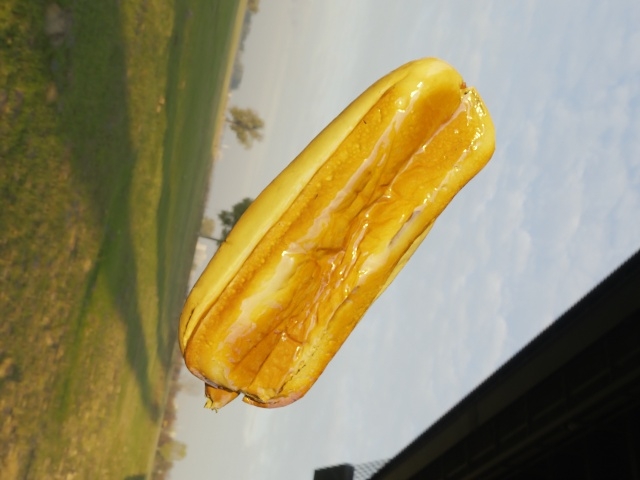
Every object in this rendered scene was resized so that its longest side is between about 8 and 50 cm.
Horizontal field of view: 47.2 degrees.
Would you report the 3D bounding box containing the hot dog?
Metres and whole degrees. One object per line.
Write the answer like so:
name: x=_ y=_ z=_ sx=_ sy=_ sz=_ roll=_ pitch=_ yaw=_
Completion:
hot dog: x=0.000 y=0.000 z=0.433 sx=0.249 sy=0.102 sz=0.076 roll=-53 pitch=-148 yaw=5
